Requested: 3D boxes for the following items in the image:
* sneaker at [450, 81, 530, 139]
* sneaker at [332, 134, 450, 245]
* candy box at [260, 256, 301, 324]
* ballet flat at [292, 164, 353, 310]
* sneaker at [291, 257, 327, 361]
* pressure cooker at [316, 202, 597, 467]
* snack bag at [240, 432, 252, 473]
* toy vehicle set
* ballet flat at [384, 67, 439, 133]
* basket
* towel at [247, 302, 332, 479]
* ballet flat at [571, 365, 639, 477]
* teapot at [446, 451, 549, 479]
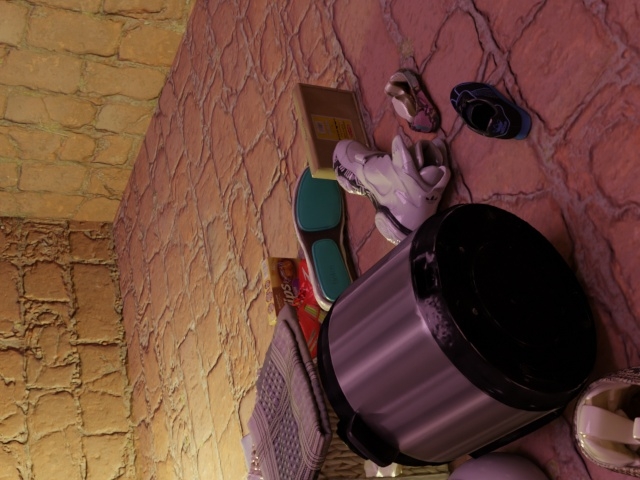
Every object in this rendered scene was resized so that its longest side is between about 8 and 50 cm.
[{"bbox_3d":[0.302,-0.257,1.578,0.232,0.091,0.081,45,126,55],"label":"sneaker"},{"bbox_3d":[0.161,-0.164,1.797,0.365,0.137,0.210,57,135,41],"label":"sneaker"},{"bbox_3d":[-0.097,0.141,2.270,0.053,0.109,0.186,-47,46,50],"label":"candy box"},{"bbox_3d":[0.000,0.000,2.105,0.139,0.139,0.400,-43,51,53],"label":"ballet flat"},{"bbox_3d":[-0.042,0.180,2.150,0.107,0.118,0.278,-22,68,59],"label":"sneaker"},{"bbox_3d":[0.202,0.178,1.400,0.420,0.370,0.375,-44,52,43],"label":"pressure cooker"},{"bbox_3d":[-0.070,0.578,2.050,0.323,0.037,0.342,-45,52,33],"label":"snack bag"},{"bbox_3d":[0.034,-0.265,2.009,0.035,0.166,0.266,-50,44,48],"label":"toy vehicle set"},{"bbox_3d":[0.188,-0.317,1.815,0.077,0.079,0.221,-64,35,37],"label":"ballet flat"},{"bbox_3d":[0.053,0.397,1.724,0.331,0.328,0.266,-20,67,61],"label":"basket"},{"bbox_3d":[-0.068,0.330,1.516,0.324,0.056,0.312,-110,28,-47],"label":"towel"},{"bbox_3d":[0.470,0.251,1.102,0.483,0.182,0.164,-12,74,62],"label":"ballet flat"},{"bbox_3d":[0.284,0.492,1.421,0.256,0.187,0.252,-59,38,39],"label":"teapot"}]
